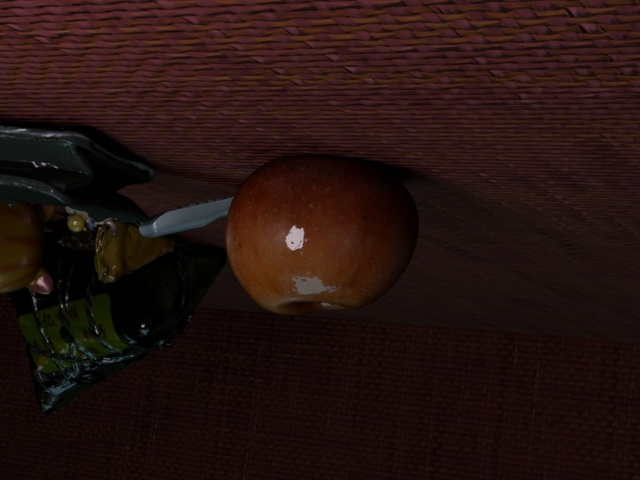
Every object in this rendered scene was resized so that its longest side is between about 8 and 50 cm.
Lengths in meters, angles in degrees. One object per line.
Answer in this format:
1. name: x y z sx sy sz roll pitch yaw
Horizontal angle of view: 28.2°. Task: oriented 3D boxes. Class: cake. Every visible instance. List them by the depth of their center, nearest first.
1. cake: -0.306 -0.010 2.028 0.080 0.116 0.185 15 -150 32

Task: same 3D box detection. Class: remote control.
1. remote control: -0.132 -0.033 1.509 0.162 0.029 0.061 -14 -176 -25

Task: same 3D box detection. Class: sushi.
1. sushi: -0.382 -0.009 2.028 0.055 0.052 0.120 1 171 35

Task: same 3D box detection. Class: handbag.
1. handbag: -0.335 -0.075 1.391 0.247 0.079 0.260 7 175 12

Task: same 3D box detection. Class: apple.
1. apple: 0.000 0.000 1.326 0.201 0.162 0.201 9 172 1

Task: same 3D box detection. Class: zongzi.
1. zongzi: -0.408 0.068 2.146 0.383 0.362 0.319 -28 -173 22

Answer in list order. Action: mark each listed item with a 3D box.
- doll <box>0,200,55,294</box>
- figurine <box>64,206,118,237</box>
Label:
1. doll: -0.503 -0.009 1.746 0.162 0.167 0.269 4 175 37
2. figurine: -0.327 -0.033 1.809 0.083 0.050 0.047 7 167 -1
